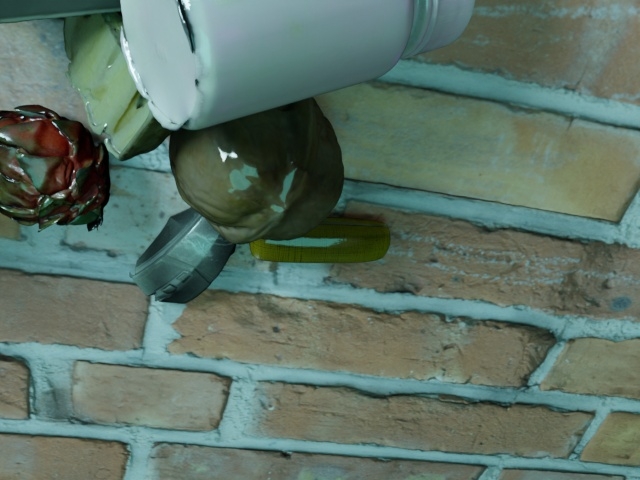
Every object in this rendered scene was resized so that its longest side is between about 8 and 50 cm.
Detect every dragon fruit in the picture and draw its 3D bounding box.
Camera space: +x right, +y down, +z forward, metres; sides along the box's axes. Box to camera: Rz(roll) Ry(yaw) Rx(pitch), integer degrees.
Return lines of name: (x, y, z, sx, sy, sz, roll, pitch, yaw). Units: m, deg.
dragon fruit: (-0.388, -0.099, 1.134, 0.182, 0.182, 0.188, -32, 167, 18)

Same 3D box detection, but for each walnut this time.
walnut: (-0.087, -0.109, 1.123, 0.248, 0.248, 0.248, -4, 130, -5)

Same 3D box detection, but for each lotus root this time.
lotus root: (-0.234, -0.220, 1.033, 0.138, 0.235, 0.119, -9, 155, -37)

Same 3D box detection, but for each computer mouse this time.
computer mouse: (-0.219, 0.036, 1.332, 0.126, 0.071, 0.231, 31, 120, -29)

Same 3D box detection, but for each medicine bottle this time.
medicine bottle: (-0.022, -0.272, 0.931, 0.378, 0.213, 0.214, -20, 135, -26)

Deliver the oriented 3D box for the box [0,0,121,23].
box: (-0.266, -0.416, 0.817, 0.396, 0.111, 0.396, -16, 141, -28)

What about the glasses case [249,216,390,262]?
glasses case: (0.000, 0.000, 1.338, 0.234, 0.064, 0.079, 0, 137, -9)
